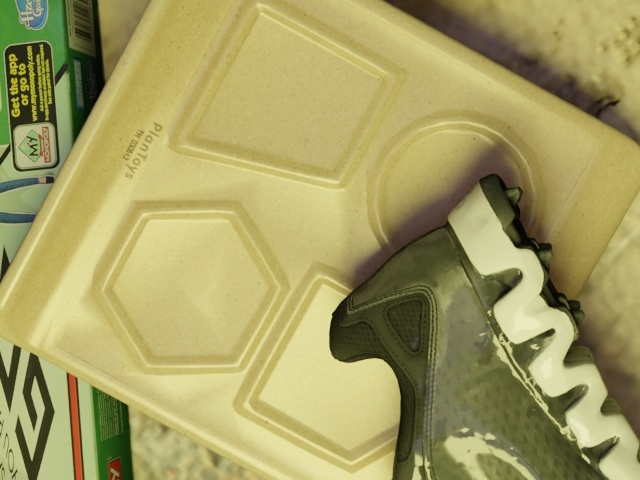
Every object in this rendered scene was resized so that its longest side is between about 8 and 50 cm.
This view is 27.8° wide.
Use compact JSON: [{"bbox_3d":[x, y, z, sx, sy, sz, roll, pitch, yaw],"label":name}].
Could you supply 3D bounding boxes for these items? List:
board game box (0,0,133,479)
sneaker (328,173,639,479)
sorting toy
[{"bbox_3d":[-0.196,0.043,0.582,0.214,0.046,0.317,-5,89,12],"label":"board game box"},{"bbox_3d":[0.079,0.100,0.481,0.106,0.078,0.234,-29,86,10],"label":"sneaker"},{"bbox_3d":[0.000,0.000,0.526,0.208,0.038,0.193,28,96,-6],"label":"sorting toy"}]
